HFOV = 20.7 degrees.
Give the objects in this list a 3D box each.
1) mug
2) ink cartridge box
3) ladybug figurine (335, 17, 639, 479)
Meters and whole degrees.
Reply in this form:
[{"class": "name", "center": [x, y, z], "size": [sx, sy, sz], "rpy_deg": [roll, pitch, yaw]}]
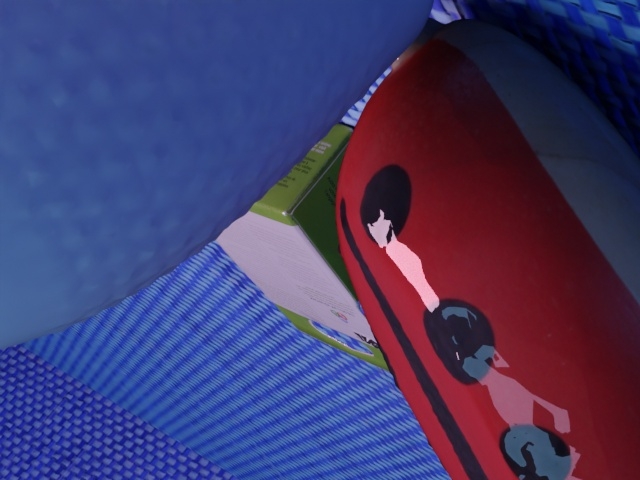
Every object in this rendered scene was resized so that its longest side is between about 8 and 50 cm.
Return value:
[{"class": "mug", "center": [-0.170, -0.143, 0.948], "size": [0.374, 0.328, 0.276], "rpy_deg": [51, 155, -17]}, {"class": "ink cartridge box", "center": [0.000, 0.000, 1.535], "size": [0.189, 0.097, 0.255], "rpy_deg": [21, 157, 46]}, {"class": "ladybug figurine", "center": [0.142, 0.069, 1.113], "size": [0.449, 0.162, 0.305], "rpy_deg": [61, 166, 2]}]
